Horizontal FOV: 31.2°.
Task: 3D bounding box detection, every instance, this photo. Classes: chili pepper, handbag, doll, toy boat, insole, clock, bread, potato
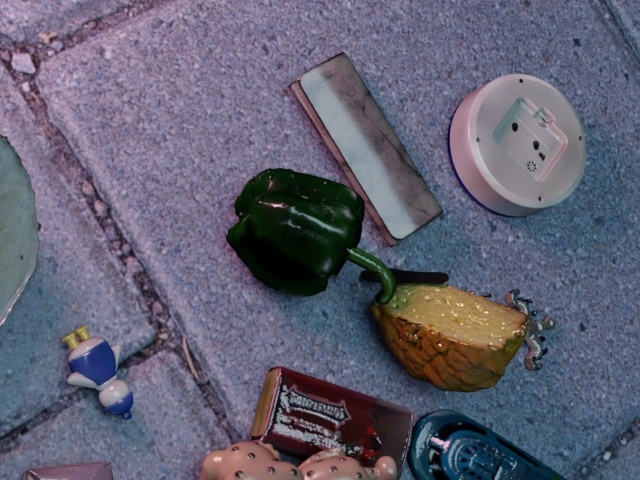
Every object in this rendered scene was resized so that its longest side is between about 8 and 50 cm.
[{"bbox_3d":[0.000,0.000,1.670,0.261,0.174,0.165,22,43,-15],"label":"chili pepper"},{"bbox_3d":[-0.320,0.376,1.482,0.117,0.095,0.173,-2,76,-21],"label":"handbag"},{"bbox_3d":[-0.023,0.344,1.554,0.278,0.119,0.154,6,41,-11],"label":"doll"},{"bbox_3d":[0.274,0.360,1.750,0.299,0.092,0.134,31,71,-15],"label":"toy boat"},{"bbox_3d":[0.129,0.055,1.755,0.135,0.002,0.045,1,32,9],"label":"insole"},{"bbox_3d":[0.327,-0.157,1.892,0.231,0.083,0.230,6,75,-25],"label":"clock"},{"bbox_3d":[0.198,0.148,1.711,0.143,0.229,0.139,-38,133,-33],"label":"bread"},{"bbox_3d":[-0.296,0.182,1.555,0.143,0.058,0.099,57,43,-5],"label":"doll"},{"bbox_3d":[-0.502,-0.010,1.443,0.246,0.196,0.299,-3,104,-58],"label":"potato"}]

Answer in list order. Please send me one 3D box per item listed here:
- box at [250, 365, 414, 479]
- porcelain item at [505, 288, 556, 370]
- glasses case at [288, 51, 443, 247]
[{"bbox_3d":[0.018,0.270,1.668,0.224,0.069,0.120,22,71,-17],"label":"box"},{"bbox_3d":[0.353,0.140,1.869,0.075,0.021,0.136,-13,84,-25],"label":"porcelain item"},{"bbox_3d":[0.073,-0.143,1.786,0.114,0.060,0.299,-34,93,-26],"label":"glasses case"}]
